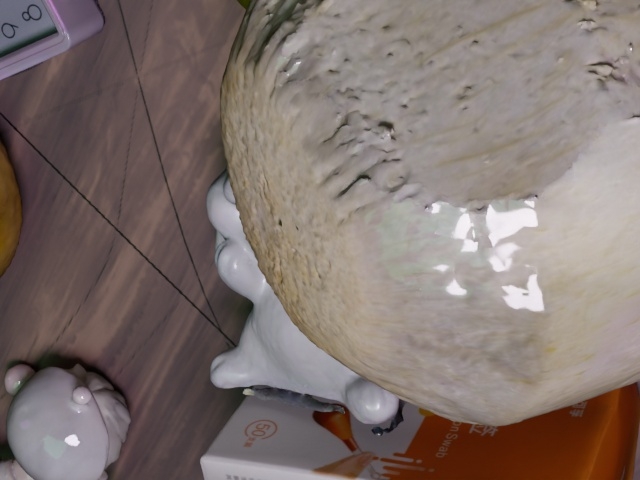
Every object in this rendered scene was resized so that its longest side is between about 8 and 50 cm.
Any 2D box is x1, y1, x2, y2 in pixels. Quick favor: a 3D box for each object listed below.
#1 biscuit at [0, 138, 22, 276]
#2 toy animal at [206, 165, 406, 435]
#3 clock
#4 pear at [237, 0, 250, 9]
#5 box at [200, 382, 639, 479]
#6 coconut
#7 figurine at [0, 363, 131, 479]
[{"bbox_3d":[-0.433,-0.059,1.363,0.296,0.102,0.296,12,120,22],"label":"biscuit"},{"bbox_3d":[0.013,0.015,1.165,0.249,0.174,0.289,27,126,23],"label":"toy animal"},{"bbox_3d":[-0.307,-0.251,1.225,0.150,0.063,0.197,-16,109,31],"label":"clock"},{"bbox_3d":[-0.027,-0.227,1.082,0.107,0.107,0.131,-12,150,29],"label":"pear"},{"bbox_3d":[0.098,0.205,1.194,0.341,0.225,0.143,2,120,24],"label":"box"},{"bbox_3d":[0.147,-0.077,0.942,0.415,0.415,0.344,36,153,3],"label":"coconut"},{"bbox_3d":[-0.301,0.220,1.442,0.144,0.182,0.257,16,127,-36],"label":"figurine"}]
